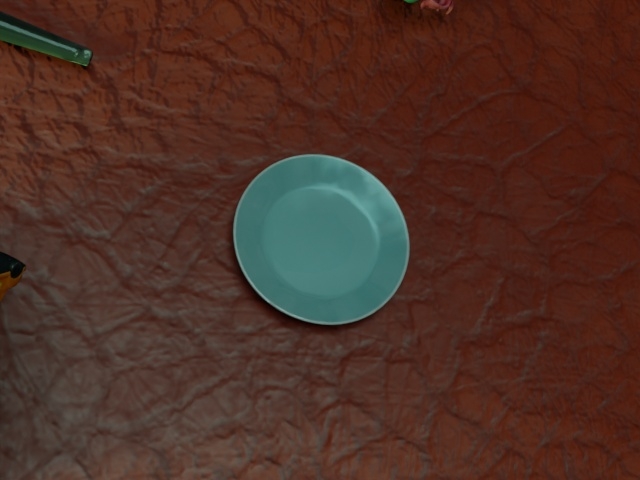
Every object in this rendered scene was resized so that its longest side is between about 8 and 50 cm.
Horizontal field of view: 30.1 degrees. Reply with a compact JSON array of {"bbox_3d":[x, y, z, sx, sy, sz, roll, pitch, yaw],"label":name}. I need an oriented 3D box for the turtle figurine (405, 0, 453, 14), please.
[{"bbox_3d":[0.101,-0.349,1.340,0.175,0.118,0.234,11,51,-26],"label":"turtle figurine"}]

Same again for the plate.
[{"bbox_3d":[0.000,0.000,1.232,0.188,0.024,0.188,5,69,-14],"label":"plate"}]

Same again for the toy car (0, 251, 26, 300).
[{"bbox_3d":[-0.274,0.019,0.837,0.122,0.060,0.040,17,109,7],"label":"toy car"}]

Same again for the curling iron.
[{"bbox_3d":[-0.361,-0.244,1.210,0.274,0.068,0.035,27,29,-8],"label":"curling iron"}]
